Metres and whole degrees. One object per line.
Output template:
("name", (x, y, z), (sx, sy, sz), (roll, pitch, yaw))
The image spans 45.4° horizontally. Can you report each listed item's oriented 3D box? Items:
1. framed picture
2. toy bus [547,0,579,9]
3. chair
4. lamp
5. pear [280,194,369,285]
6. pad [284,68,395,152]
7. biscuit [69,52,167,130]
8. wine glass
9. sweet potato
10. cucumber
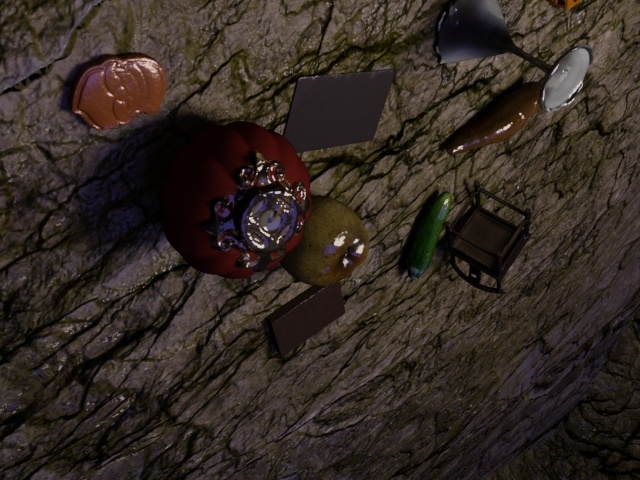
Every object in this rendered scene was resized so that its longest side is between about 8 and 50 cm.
("framed picture", (-0.027, 0.152, 1.561), (0.168, 0.023, 0.128), (-33, 143, -18))
("toy bus", (0.419, -0.497, 1.309), (0.083, 0.088, 0.194), (-40, 146, -7))
("chair", (0.373, 0.004, 1.702), (0.141, 0.154, 0.260), (-53, 157, -11))
("lamp", (-0.122, -0.058, 1.089), (0.227, 0.227, 0.227), (-28, 142, -25))
("pear", (0.000, 0.000, 1.332), (0.167, 0.136, 0.167), (-31, 141, -29))
("pad", (0.030, -0.213, 1.264), (0.211, 0.003, 0.143), (-14, 135, -38))
("biscuit", (-0.255, -0.189, 0.971), (0.130, 0.019, 0.102), (-20, 137, -31))
("wine glass", (0.321, -0.314, 1.266), (0.156, 0.232, 0.156), (-28, 142, -25))
("sweet potato", (0.355, -0.233, 1.531), (0.243, 0.077, 0.077), (-38, 145, -6))
("cucumber", (0.226, 0.002, 1.648), (0.056, 0.056, 0.250), (-14, 132, -38))
